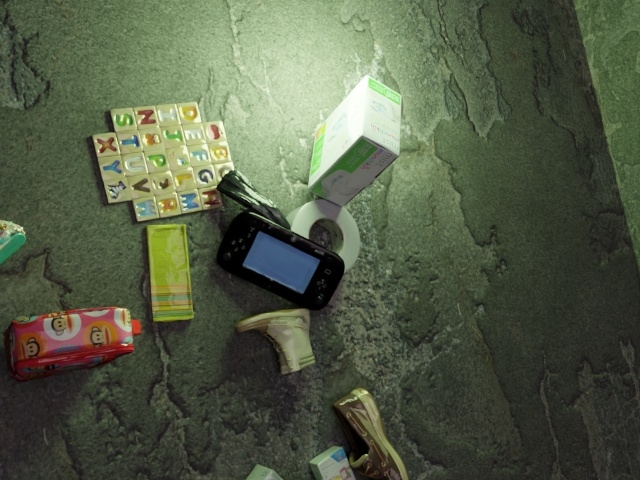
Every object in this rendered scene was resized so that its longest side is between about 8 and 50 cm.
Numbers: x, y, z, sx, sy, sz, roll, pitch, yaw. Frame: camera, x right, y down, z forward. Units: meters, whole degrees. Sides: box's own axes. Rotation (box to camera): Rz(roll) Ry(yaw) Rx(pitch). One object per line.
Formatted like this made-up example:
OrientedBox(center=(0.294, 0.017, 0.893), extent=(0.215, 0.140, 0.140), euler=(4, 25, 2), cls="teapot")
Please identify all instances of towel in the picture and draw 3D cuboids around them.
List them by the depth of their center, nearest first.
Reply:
OrientedBox(center=(-0.368, 0.078, 1.577), extent=(0.102, 0.021, 0.238), euler=(-2, 82, -31), cls="towel")

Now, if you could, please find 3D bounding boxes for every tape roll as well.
OrientedBox(center=(0.000, 0.000, 1.773), extent=(0.219, 0.072, 0.220), euler=(6, 77, -29), cls="tape roll")

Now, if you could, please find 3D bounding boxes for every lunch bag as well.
OrientedBox(center=(-0.500, 0.206, 1.323), extent=(0.258, 0.293, 0.120), euler=(-7, 80, -30), cls="lunch bag")

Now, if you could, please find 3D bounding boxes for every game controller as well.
OrientedBox(center=(-0.100, 0.054, 1.653), extent=(0.319, 0.067, 0.167), euler=(26, 108, -10), cls="game controller")

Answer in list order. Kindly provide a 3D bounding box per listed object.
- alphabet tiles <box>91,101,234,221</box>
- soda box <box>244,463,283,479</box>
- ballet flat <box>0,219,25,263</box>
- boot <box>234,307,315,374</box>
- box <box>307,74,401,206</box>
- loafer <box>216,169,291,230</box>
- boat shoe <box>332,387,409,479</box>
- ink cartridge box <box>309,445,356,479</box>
OrientedBox(center=(-0.385, -0.203, 1.626), extent=(0.342, 0.011, 0.285), euler=(-13, 87, -31), cls="alphabet tiles")
OrientedBox(center=(-0.189, 0.681, 1.526), extent=(0.098, 0.091, 0.286), euler=(48, 62, -16), cls="soda box")
OrientedBox(center=(-0.731, 0.046, 1.353), extent=(0.077, 0.091, 0.241), euler=(33, 58, 13), cls="ballet flat")
OrientedBox(center=(-0.112, 0.264, 1.658), extent=(0.213, 0.077, 0.165), euler=(-5, 85, -33), cls="boot")
OrientedBox(center=(0.094, -0.260, 1.731), extent=(0.126, 0.262, 0.231), euler=(25, 51, -22), cls="box")
OrientedBox(center=(-0.173, -0.086, 1.675), extent=(0.223, 0.076, 0.078), euler=(42, 77, -6), cls="loafer")
OrientedBox(center=(0.127, 0.572, 1.710), extent=(0.123, 0.123, 0.342), euler=(-19, 86, -32), cls="boat shoe")
OrientedBox(center=(0.037, 0.617, 1.690), extent=(0.088, 0.052, 0.123), euler=(-24, 94, -31), cls="ink cartridge box")
